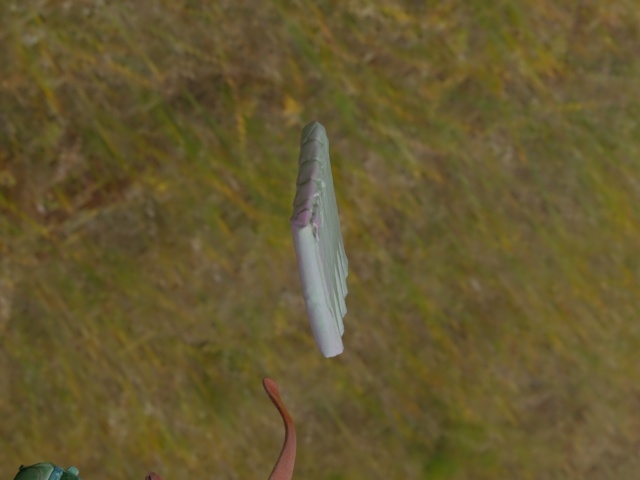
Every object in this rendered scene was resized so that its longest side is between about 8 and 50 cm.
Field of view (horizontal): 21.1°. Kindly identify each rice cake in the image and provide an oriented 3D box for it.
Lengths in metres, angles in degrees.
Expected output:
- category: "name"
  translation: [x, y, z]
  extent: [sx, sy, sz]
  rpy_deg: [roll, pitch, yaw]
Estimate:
- category: "rice cake"
  translation: [0.000, 0.000, 1.927]
  extent: [0.037, 0.189, 0.198]
  rpy_deg: [-4, 131, 8]

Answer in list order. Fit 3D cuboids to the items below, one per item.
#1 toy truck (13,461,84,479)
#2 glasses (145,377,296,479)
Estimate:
- category: "toy truck"
  translation: [-0.248, 0.242, 1.440]
  extent: [0.175, 0.081, 0.067]
  rpy_deg: [-32, -157, 47]
- category: "glasses"
  translation: [-0.094, 0.256, 1.513]
  extent: [0.234, 0.118, 0.268]
  rpy_deg: [-44, -173, 25]
